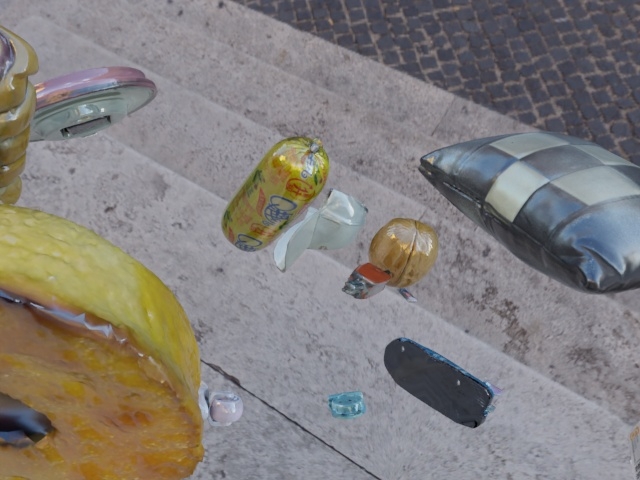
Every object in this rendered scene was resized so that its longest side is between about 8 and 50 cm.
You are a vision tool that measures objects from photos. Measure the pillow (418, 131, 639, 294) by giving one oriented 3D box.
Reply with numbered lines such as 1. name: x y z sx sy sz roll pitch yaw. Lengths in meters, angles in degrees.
1. pillow: 0.225 -0.029 0.512 0.186 0.106 0.250 -5 30 -18

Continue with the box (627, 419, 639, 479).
1. box: 0.775 0.500 1.140 0.274 0.091 0.221 25 30 8

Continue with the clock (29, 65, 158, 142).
1. clock: -0.372 -0.200 0.882 0.244 0.244 0.056 -21 94 -2

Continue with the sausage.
1. sausage: -0.094 -0.079 1.078 0.123 0.347 0.123 17 53 -25

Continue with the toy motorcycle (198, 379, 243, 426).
1. toy motorcycle: -0.295 0.354 1.215 0.254 0.112 0.112 6 68 3

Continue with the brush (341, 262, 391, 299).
1. brush: 0.094 0.088 1.207 0.070 0.323 0.051 34 100 14

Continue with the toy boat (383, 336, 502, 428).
1. toy boat: 0.303 0.343 1.444 0.299 0.134 0.092 29 30 33

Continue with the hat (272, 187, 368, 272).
1. hat: -0.002 -0.008 1.688 0.168 0.258 0.301 43 73 -5

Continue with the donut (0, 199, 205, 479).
1. donut: -0.229 0.092 0.427 0.303 0.303 0.110 -4 40 5

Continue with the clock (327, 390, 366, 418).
1. clock: 0.081 0.488 1.663 0.108 0.147 0.045 -8 95 -5

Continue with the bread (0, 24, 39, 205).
1. bread: -0.351 -0.114 0.557 0.134 0.225 0.081 25 36 -12

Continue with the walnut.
1. walnut: 0.203 0.033 1.420 0.165 0.197 0.165 15 45 -16

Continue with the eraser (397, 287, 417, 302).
1. eraser: 0.276 0.173 1.807 0.027 0.019 0.099 5 22 -21
